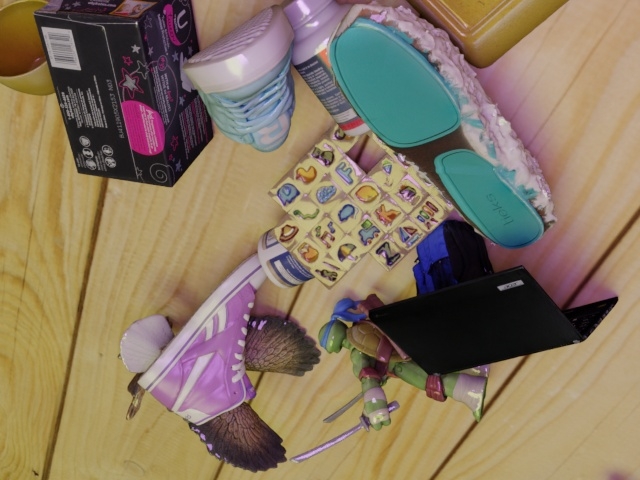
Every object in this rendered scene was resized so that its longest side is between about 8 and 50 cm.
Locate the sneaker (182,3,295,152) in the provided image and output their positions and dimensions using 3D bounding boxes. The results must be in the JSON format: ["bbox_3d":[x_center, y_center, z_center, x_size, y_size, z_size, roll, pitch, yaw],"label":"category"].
[{"bbox_3d":[-0.072,-0.180,1.096,0.135,0.366,0.150,-34,103,-1],"label":"sneaker"}]

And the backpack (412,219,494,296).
[{"bbox_3d":[0.178,0.037,1.276,0.098,0.120,0.101,11,151,-44],"label":"backpack"}]

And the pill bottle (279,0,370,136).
[{"bbox_3d":[0.023,-0.229,1.141,0.108,0.108,0.180,-25,114,37],"label":"pill bottle"}]

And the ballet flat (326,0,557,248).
[{"bbox_3d":[0.150,-0.148,1.100,0.147,0.147,0.409,-17,133,34],"label":"ballet flat"}]

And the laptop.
[{"bbox_3d":[0.238,0.090,1.243,0.234,0.264,0.136,-19,94,35],"label":"laptop"}]

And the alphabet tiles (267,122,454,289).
[{"bbox_3d":[0.050,-0.050,1.261,0.198,0.009,0.237,44,107,-4],"label":"alphabet tiles"}]

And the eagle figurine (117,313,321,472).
[{"bbox_3d":[-0.176,0.227,1.561,0.298,0.225,0.226,16,122,26],"label":"eagle figurine"}]

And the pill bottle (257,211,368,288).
[{"bbox_3d":[0.000,0.000,1.343,0.169,0.094,0.094,-25,114,29],"label":"pill bottle"}]

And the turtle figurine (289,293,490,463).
[{"bbox_3d":[0.118,0.236,1.425,0.266,0.274,0.198,9,164,13],"label":"turtle figurine"}]

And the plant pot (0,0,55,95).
[{"bbox_3d":[-0.408,-0.261,1.314,0.134,0.134,0.095,12,158,16],"label":"plant pot"}]

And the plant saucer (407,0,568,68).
[{"bbox_3d":[0.166,-0.372,0.980,0.333,0.081,0.333,42,131,-11],"label":"plant saucer"}]

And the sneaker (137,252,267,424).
[{"bbox_3d":[-0.139,0.163,1.460,0.161,0.102,0.282,39,91,-2],"label":"sneaker"}]

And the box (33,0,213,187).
[{"bbox_3d":[-0.260,-0.219,1.257,0.163,0.142,0.247,10,129,19],"label":"box"}]
